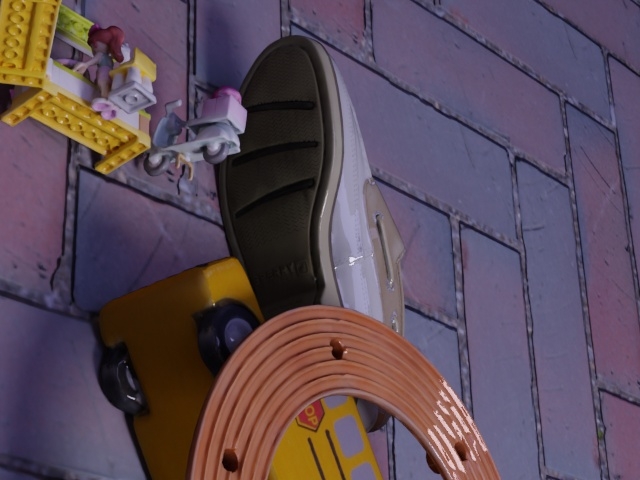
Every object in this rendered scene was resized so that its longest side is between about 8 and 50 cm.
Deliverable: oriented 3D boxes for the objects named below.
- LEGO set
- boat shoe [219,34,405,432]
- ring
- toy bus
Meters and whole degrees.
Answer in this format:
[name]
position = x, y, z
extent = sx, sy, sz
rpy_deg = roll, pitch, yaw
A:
[LEGO set]
position = -0.158, -0.149, 0.962
extent = 0.287, 0.132, 0.107
rpy_deg = 56, 26, -54
[boat shoe]
position = 0.000, 0.000, 1.114
extent = 0.103, 0.113, 0.302
rpy_deg = 8, 77, -51
[ring]
position = 0.028, 0.204, 0.919
extent = 0.337, 0.032, 0.336
rpy_deg = 28, 51, -42
[toy bus]
position = -0.027, 0.176, 0.980
extent = 0.130, 0.108, 0.332
rpy_deg = -17, 86, -53
